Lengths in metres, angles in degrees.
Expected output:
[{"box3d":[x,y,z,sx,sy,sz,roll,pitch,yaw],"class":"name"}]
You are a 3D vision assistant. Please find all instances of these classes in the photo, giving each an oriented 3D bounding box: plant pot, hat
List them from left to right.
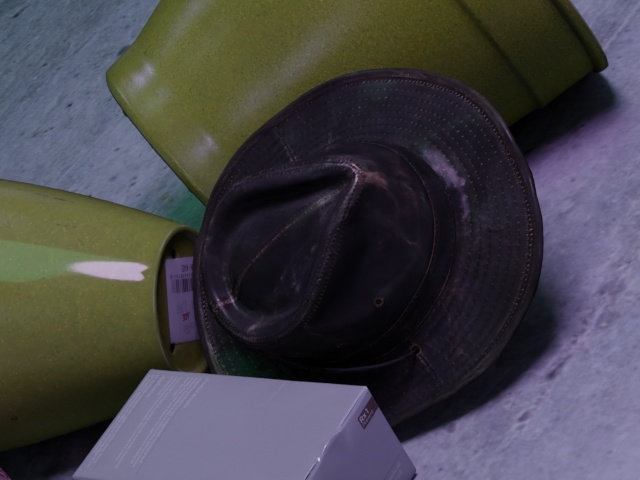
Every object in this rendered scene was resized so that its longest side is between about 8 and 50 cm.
[{"box3d":[-0.248,0.062,1.721,0.293,0.275,0.275,-4,39,22],"class":"plant pot"},{"box3d":[0.000,0.000,1.544,0.331,0.134,0.331,-9,73,32],"class":"hat"},{"box3d":[0.006,-0.178,1.786,0.353,0.366,0.366,-41,30,4],"class":"plant pot"}]

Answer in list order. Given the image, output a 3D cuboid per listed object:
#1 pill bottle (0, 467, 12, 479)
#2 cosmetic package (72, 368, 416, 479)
[{"box3d":[-0.300,0.269,1.470,0.224,0.224,0.392,-39,31,-14],"class":"pill bottle"},{"box3d":[-0.061,0.180,1.520,0.238,0.107,0.127,5,46,40],"class":"cosmetic package"}]
